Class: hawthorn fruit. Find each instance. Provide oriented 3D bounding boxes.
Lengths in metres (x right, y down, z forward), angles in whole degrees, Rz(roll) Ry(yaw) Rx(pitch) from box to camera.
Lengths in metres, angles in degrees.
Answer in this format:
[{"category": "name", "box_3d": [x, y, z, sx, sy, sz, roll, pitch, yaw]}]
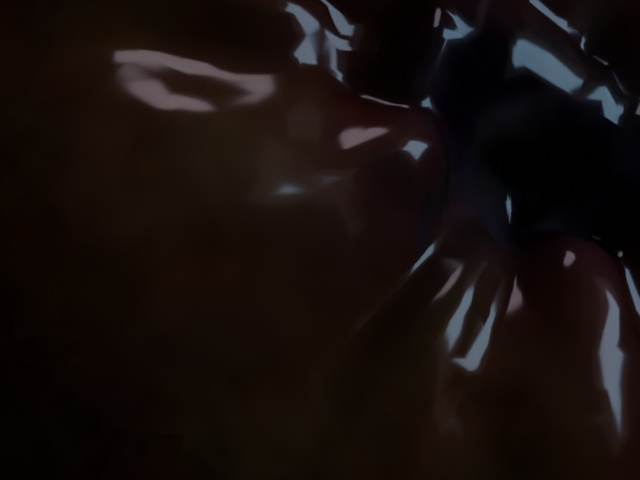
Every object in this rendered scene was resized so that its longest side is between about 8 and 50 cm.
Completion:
[{"category": "hawthorn fruit", "box_3d": [0.000, 0.000, 0.774, 0.472, 0.471, 0.472, 55, 21, -33]}]
